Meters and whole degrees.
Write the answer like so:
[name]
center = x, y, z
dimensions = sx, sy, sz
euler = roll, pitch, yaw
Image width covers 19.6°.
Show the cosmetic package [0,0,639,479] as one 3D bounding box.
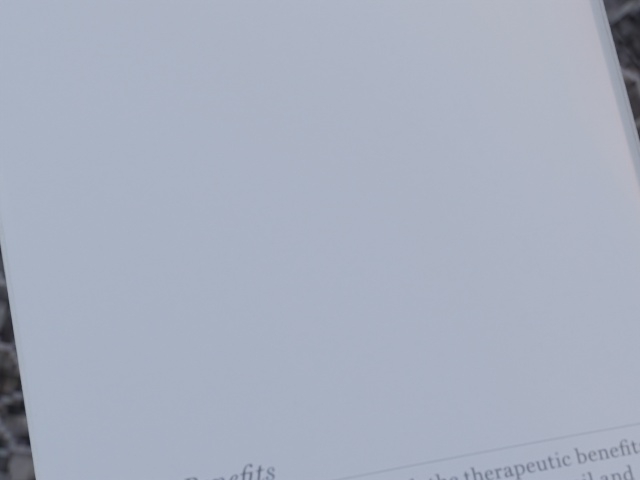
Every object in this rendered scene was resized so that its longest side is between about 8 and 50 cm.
[cosmetic package]
center = 0.000, 0.000, 0.594
dimensions = 0.197, 0.155, 0.365
euler = -9, 72, -3
